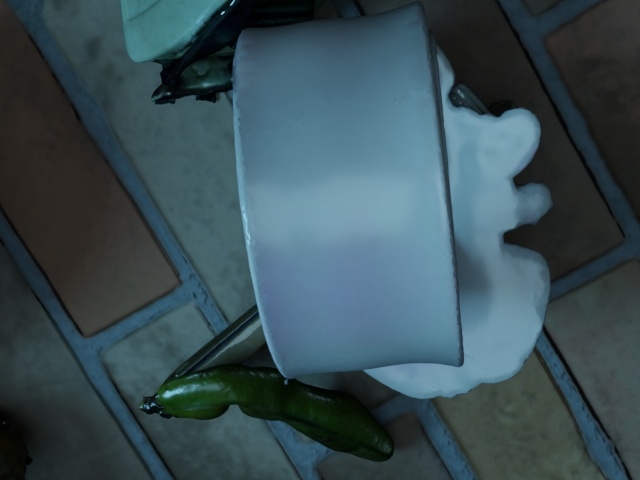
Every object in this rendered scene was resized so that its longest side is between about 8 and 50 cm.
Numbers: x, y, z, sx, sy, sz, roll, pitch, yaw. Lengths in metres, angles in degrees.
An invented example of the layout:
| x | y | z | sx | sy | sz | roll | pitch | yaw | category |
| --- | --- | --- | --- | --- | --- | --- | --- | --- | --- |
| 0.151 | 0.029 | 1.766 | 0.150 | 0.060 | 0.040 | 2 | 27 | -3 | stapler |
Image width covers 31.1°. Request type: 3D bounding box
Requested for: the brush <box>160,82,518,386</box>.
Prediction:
| x | y | z | sx | sy | sz | roll | pitch | yaw | category |
| --- | --- | --- | --- | --- | --- | --- | --- | --- | --- |
| 0.000 | 0.000 | 0.810 | 0.327 | 0.070 | 0.065 | -41 | 104 | 10 | brush |

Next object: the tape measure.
| x | y | z | sx | sy | sz | roll | pitch | yaw | category |
| --- | --- | --- | --- | --- | --- | --- | --- | --- | --- |
| -0.049 | -0.204 | 0.718 | 0.115 | 0.207 | 0.235 | -11 | 100 | -33 | tape measure |

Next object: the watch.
| x | y | z | sx | sy | sz | roll | pitch | yaw | category |
| --- | --- | --- | --- | --- | --- | --- | --- | --- | --- |
| 0.045 | -0.009 | 0.659 | 0.196 | 0.231 | 0.244 | -8 | 96 | 4 | watch |

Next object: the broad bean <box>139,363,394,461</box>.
| x | y | z | sx | sy | sz | roll | pitch | yaw | category |
| --- | --- | --- | --- | --- | --- | --- | --- | --- | --- |
| -0.025 | 0.117 | 0.808 | 0.195 | 0.046 | 0.061 | 13 | 142 | -22 | broad bean |

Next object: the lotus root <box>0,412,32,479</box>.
| x | y | z | sx | sy | sz | roll | pitch | yaw | category |
| --- | --- | --- | --- | --- | --- | --- | --- | --- | --- |
| -0.333 | 0.192 | 0.739 | 0.167 | 0.329 | 0.078 | 18 | 127 | 34 | lotus root |
